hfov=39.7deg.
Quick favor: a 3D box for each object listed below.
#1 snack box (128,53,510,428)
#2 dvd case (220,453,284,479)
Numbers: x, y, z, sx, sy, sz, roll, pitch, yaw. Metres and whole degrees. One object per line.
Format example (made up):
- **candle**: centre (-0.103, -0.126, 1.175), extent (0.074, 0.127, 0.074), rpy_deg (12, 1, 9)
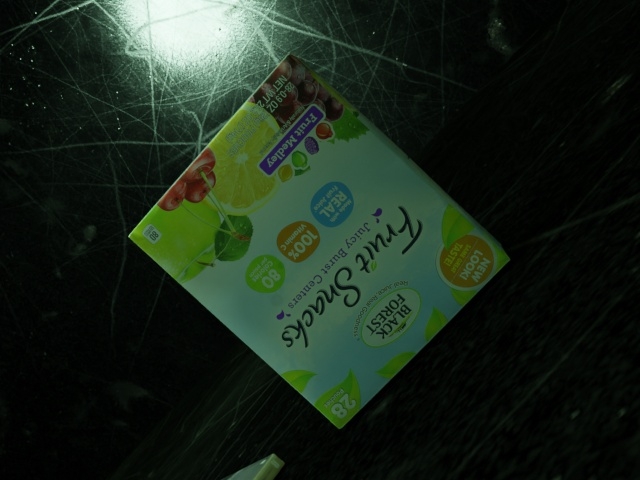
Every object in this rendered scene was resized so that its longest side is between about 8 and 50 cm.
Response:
- **snack box**: centre (0.000, 0.000, 0.636), extent (0.174, 0.207, 0.070), rpy_deg (-48, 3, 11)
- **dvd case**: centre (-0.126, 0.272, 0.707), extent (0.221, 0.018, 0.164), rpy_deg (-49, 3, -34)
